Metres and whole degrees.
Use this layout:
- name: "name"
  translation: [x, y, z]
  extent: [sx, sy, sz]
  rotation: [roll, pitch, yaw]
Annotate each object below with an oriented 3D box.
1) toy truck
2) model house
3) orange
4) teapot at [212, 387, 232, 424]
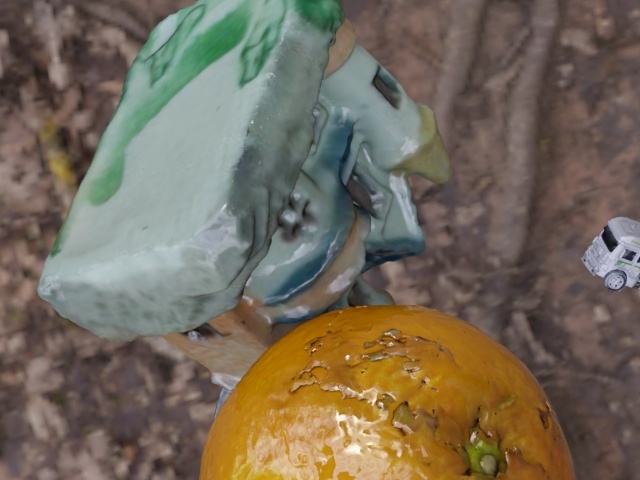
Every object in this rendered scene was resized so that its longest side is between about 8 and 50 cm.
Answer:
- name: "toy truck"
  translation: [0.207, 0.014, 1.027]
  extent: [0.039, 0.083, 0.044]
  rotation: [-104, 37, -59]
- name: "model house"
  translation: [0.000, 0.000, 1.258]
  extent: [0.194, 0.325, 0.267]
  rotation: [-12, 47, 41]
- name: "orange"
  translation: [0.043, 0.163, 1.094]
  extent: [0.246, 0.246, 0.246]
  rotation: [13, 109, 40]
- name: "teapot"
  translation: [0.002, 0.175, 1.697]
  extent: [0.149, 0.239, 0.162]
  rotation: [22, 138, 29]
